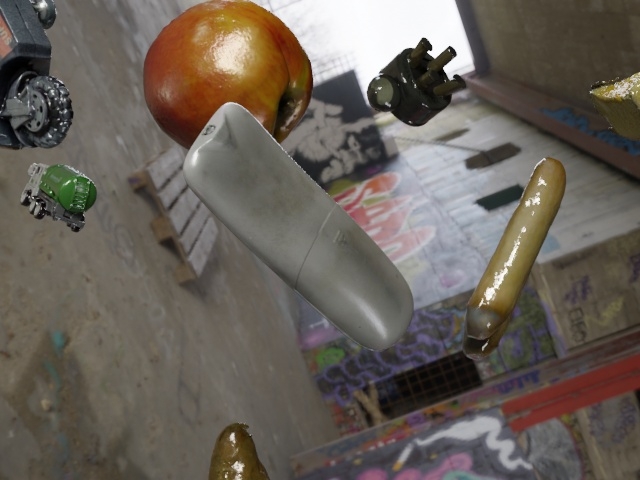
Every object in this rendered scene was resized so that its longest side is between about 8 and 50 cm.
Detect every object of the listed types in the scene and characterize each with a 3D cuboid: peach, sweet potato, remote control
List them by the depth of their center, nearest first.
[{"bbox_3d":[0.000,0.000,0.503,0.229,0.044,0.073,46,60,-30],"label":"remote control"},{"bbox_3d":[-0.036,0.230,0.554,0.182,0.053,0.054,54,36,0],"label":"sweet potato"},{"bbox_3d":[-0.155,-0.264,1.158,0.238,0.281,0.280,-34,106,-52],"label":"peach"}]

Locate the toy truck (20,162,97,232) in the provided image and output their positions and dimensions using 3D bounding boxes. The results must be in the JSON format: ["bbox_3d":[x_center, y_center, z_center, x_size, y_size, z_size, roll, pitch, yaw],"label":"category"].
[{"bbox_3d":[-0.566,-0.102,1.538,0.101,0.125,0.242,23,0,-38],"label":"toy truck"}]

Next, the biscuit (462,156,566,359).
[{"bbox_3d":[0.294,0.037,1.088,0.290,0.062,0.237,-62,163,-17],"label":"biscuit"}]

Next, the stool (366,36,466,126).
[{"bbox_3d":[0.202,-0.321,1.475,0.153,0.139,0.228,47,48,-8],"label":"stool"}]

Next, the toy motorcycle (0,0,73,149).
[{"bbox_3d":[-0.399,-0.222,0.865,0.108,0.173,0.307,-12,68,-54],"label":"toy motorcycle"}]

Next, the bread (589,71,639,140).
[{"bbox_3d":[0.666,-0.299,1.486,0.140,0.169,0.160,50,-15,-13],"label":"bread"}]
